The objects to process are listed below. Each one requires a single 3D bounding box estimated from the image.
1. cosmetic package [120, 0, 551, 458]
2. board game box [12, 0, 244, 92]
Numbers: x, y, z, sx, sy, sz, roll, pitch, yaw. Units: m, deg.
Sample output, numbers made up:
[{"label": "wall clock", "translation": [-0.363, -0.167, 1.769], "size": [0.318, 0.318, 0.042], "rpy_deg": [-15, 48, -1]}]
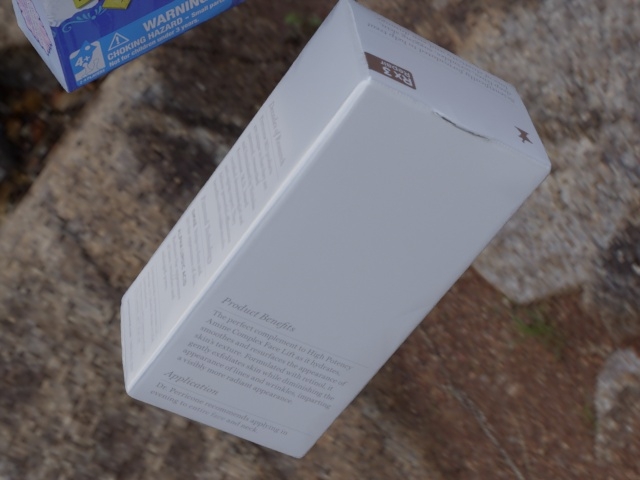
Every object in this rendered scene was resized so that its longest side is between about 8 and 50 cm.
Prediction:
[{"label": "cosmetic package", "translation": [0.000, 0.000, 0.839], "size": [0.231, 0.117, 0.085], "rpy_deg": [-51, 30, 26]}, {"label": "board game box", "translation": [-0.025, -0.254, 0.776], "size": [0.319, 0.318, 0.066], "rpy_deg": [-30, 62, -14]}]
